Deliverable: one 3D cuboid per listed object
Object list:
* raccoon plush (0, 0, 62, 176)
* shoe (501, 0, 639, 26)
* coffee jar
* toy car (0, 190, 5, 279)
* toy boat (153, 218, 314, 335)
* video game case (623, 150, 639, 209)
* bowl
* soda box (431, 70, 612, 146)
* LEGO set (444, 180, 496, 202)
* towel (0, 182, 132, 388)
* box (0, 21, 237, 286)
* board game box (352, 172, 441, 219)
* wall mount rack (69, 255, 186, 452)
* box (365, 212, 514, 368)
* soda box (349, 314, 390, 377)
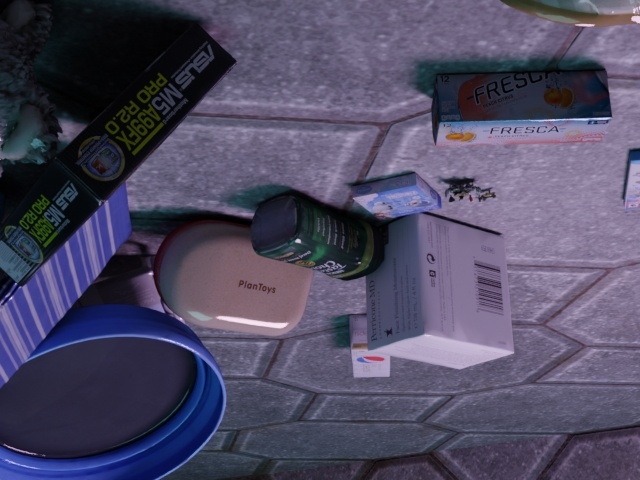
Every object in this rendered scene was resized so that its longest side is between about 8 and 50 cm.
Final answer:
[{"bbox_3d":[-0.379,-0.115,1.136,0.299,0.216,0.446,-12,180,-1],"label":"raccoon plush"},{"bbox_3d":[0.265,-0.221,0.992,0.219,0.058,0.076,4,-158,-8],"label":"shoe"},{"bbox_3d":[0.000,0.000,1.534,0.096,0.079,0.184,-19,154,41],"label":"coffee jar"},{"bbox_3d":[-0.504,0.027,1.487,0.210,0.219,0.238,4,-172,-9],"label":"toy car"},{"bbox_3d":[-0.133,0.045,1.609,0.231,0.151,0.151,12,-175,-32],"label":"toy boat"},{"bbox_3d":[0.451,-0.080,1.434,0.119,0.015,0.166,-5,159,10],"label":"video game case"},{"bbox_3d":[-0.335,0.243,1.646,0.391,0.077,0.391,-13,137,-12],"label":"bowl"},{"bbox_3d":[0.211,-0.140,1.195,0.183,0.058,0.063,-2,160,0],"label":"soda box"},{"bbox_3d":[0.190,-0.065,1.460,0.054,0.023,0.083,-11,171,30],"label":"LEGO set"},{"bbox_3d":[-0.349,0.060,1.384,0.040,0.336,0.243,35,160,7],"label":"towel"},{"bbox_3d":[-0.216,-0.079,1.125,0.060,0.216,0.270,45,145,-9],"label":"box"},{"bbox_3d":[0.101,-0.056,1.471,0.090,0.020,0.090,-11,156,25],"label":"board game box"},{"bbox_3d":[-0.307,0.172,1.729,0.350,0.130,0.304,-19,142,-5],"label":"wall mount rack"},{"bbox_3d":[0.167,0.075,1.599,0.182,0.181,0.119,14,155,-35],"label":"box"},{"bbox_3d":[0.093,0.199,2.096,0.074,0.069,0.216,-2,159,2],"label":"soda box"}]
